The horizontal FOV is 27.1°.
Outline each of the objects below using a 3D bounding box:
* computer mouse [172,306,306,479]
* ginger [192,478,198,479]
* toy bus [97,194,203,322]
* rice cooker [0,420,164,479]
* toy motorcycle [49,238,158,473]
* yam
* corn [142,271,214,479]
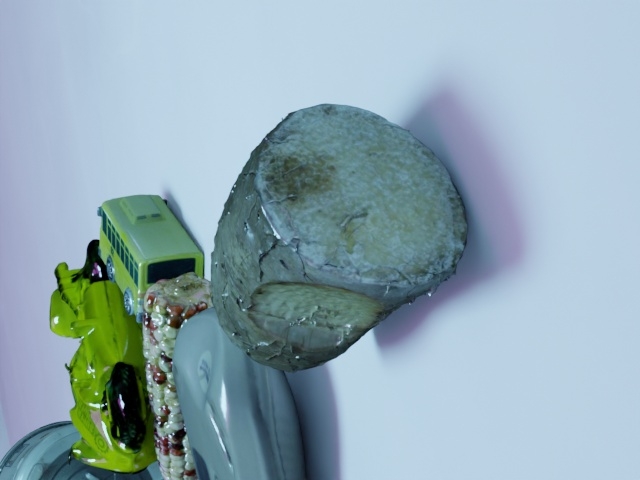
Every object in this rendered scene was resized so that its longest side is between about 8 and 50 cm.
[{"bbox_3d":[-0.060,0.218,1.252,0.197,0.095,0.331,-139,36,-63],"label":"computer mouse"},{"bbox_3d":[-0.143,0.347,1.468,0.152,0.138,0.267,44,154,28],"label":"ginger"},{"bbox_3d":[-0.201,0.016,1.562,0.175,0.088,0.101,-131,39,-52],"label":"toy bus"},{"bbox_3d":[-0.330,0.367,1.838,0.227,0.241,0.280,-26,37,64],"label":"rice cooker"},{"bbox_3d":[-0.250,0.155,1.628,0.342,0.142,0.206,-113,29,-50],"label":"toy motorcycle"},{"bbox_3d":[0.000,0.000,0.931,0.254,0.154,0.154,130,129,-69],"label":"yam"},{"bbox_3d":[-0.149,0.163,1.468,0.092,0.092,0.280,-129,35,-55],"label":"corn"}]
